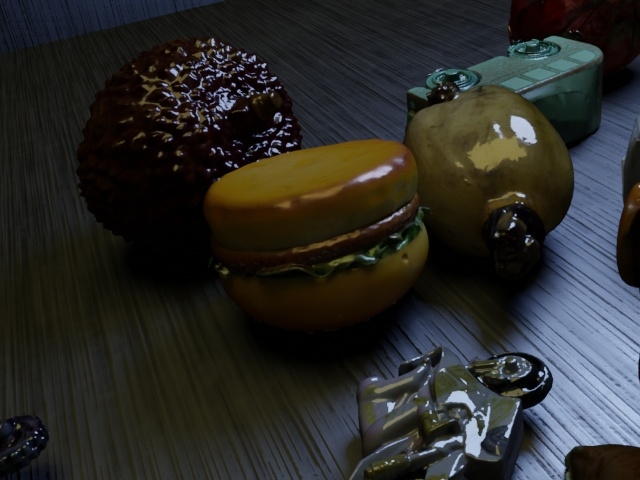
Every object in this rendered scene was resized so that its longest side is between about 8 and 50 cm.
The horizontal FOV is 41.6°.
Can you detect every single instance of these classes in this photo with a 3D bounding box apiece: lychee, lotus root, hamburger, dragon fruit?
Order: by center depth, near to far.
[{"bbox_3d":[0.001,0.000,0.873,0.246,0.170,0.246,-12,15,3],"label":"hamburger"},{"bbox_3d":[0.189,-0.064,0.932,0.183,0.182,0.310,-11,31,0],"label":"lotus root"},{"bbox_3d":[-0.160,-0.113,1.039,0.304,0.275,0.276,-27,14,39],"label":"lychee"},{"bbox_3d":[0.411,-0.375,1.331,0.244,0.244,0.299,-11,-11,-2],"label":"dragon fruit"}]

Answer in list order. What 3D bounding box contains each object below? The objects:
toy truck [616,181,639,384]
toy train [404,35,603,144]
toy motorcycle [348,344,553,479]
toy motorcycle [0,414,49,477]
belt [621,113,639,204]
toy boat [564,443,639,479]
[{"bbox_3d":[0.350,0.023,0.622,0.204,0.288,0.211,9,45,35],"label":"toy truck"},{"bbox_3d":[0.273,-0.191,1.183,0.326,0.129,0.159,-23,36,-24],"label":"toy train"},{"bbox_3d":[0.085,0.148,0.670,0.152,0.073,0.225,7,31,32],"label":"toy motorcycle"},{"bbox_3d":[-0.341,0.192,0.727,0.213,0.084,0.118,-5,29,26],"label":"toy motorcycle"},{"bbox_3d":[0.435,-0.097,0.911,0.184,0.164,0.289,16,37,26],"label":"belt"},{"bbox_3d":[0.239,0.193,0.514,0.108,0.099,0.293,-44,36,-7],"label":"toy boat"}]
